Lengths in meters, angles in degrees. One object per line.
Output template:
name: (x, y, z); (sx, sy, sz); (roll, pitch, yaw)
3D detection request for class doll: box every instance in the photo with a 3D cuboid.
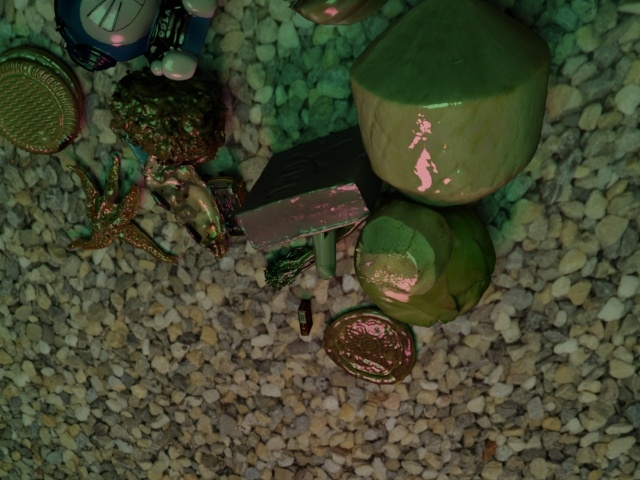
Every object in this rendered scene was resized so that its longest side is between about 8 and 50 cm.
doll: (-0.386, -0.468, 1.768); (0.310, 0.240, 0.284); (18, 85, -13)

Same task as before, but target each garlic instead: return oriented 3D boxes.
garlic: (0.036, -0.543, 1.676); (0.292, 0.210, 0.237); (-12, 153, 17)

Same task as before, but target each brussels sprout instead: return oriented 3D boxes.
brussels sprout: (0.233, 0.028, 1.915); (0.328, 0.247, 0.328); (2, 132, 2)

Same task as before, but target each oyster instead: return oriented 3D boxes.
oyster: (-0.313, -0.086, 2.066); (0.128, 0.078, 0.345); (-28, 128, 2)

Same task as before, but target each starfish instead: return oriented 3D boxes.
starfish: (-0.507, -0.069, 2.147); (0.301, 0.084, 0.293); (12, 126, 12)

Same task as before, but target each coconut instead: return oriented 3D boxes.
coconut: (0.172, 0.011, 1.702); (0.194, 0.194, 0.194); (7, 124, 11)
coconut: (0.254, -0.281, 1.645); (0.344, 0.415, 0.415); (19, 129, 33)

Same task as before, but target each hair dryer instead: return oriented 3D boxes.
hair dryer: (0.049, -0.021, 1.926); (0.237, 0.075, 0.206); (-15, 79, 59)

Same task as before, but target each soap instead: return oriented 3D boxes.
soap: (-0.004, -0.119, 1.851); (0.285, 0.296, 0.107); (-16, 117, 22)

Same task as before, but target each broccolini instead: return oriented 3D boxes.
broccolini: (0.003, 0.005, 2.062); (0.079, 0.074, 0.392); (42, 123, -14)

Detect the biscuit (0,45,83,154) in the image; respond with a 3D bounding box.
biscuit: (-0.674, -0.326, 2.024); (0.259, 0.079, 0.259); (7, 124, 10)

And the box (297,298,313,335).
box: (-0.039, 0.199, 2.214); (0.023, 0.051, 0.082); (2, 122, 15)

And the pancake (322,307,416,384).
pancake: (0.130, 0.274, 2.231); (0.250, 0.031, 0.250); (7, 123, 11)

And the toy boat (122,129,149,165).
toy boat: (-0.407, -0.241, 2.024); (0.075, 0.077, 0.185); (-14, 109, 24)

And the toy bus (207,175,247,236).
toy bus: (-0.208, -0.089, 2.058); (0.069, 0.074, 0.162); (-2, 124, 25)

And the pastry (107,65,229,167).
pastry: (-0.318, -0.280, 1.856); (0.275, 0.275, 0.193); (32, 121, -7)

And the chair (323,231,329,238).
chair: (0.012, -0.041, 1.896); (0.042, 0.037, 0.086); (6, 144, -30)
